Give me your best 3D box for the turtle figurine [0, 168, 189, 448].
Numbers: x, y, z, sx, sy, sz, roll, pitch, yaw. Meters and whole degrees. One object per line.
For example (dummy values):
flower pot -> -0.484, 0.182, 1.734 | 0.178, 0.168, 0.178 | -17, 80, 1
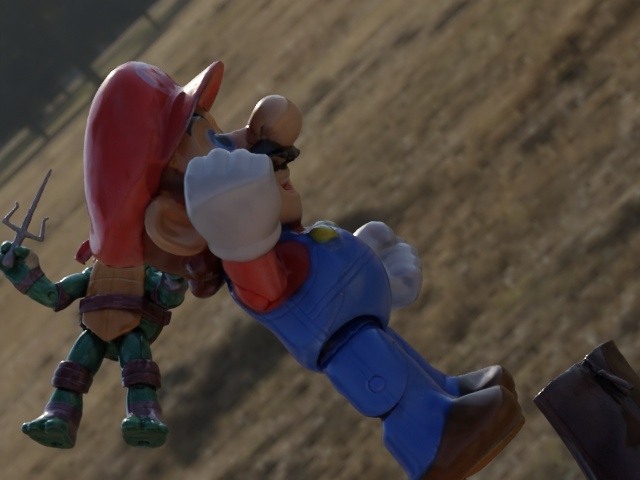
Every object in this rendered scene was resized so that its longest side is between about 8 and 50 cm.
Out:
turtle figurine -> -0.168, 0.050, 1.454 | 0.175, 0.118, 0.234 | -10, 63, 26

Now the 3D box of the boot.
boot -> 0.230, 0.202, 1.383 | 0.248, 0.207, 0.090 | -33, -12, -49

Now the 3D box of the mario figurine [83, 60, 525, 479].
mario figurine -> 0.000, 0.000, 1.081 | 0.170, 0.320, 0.198 | -50, 3, -29
